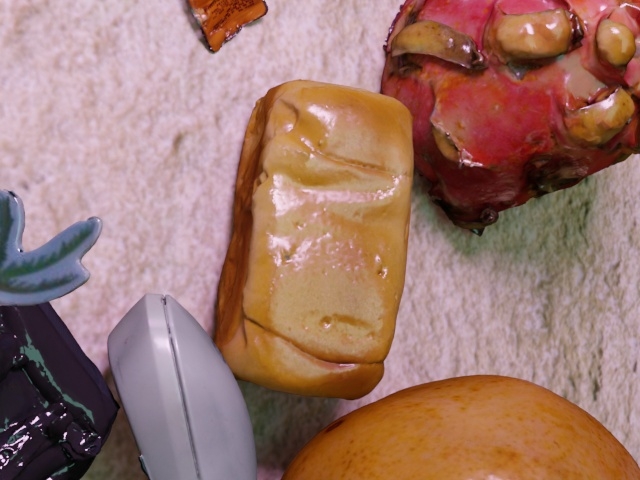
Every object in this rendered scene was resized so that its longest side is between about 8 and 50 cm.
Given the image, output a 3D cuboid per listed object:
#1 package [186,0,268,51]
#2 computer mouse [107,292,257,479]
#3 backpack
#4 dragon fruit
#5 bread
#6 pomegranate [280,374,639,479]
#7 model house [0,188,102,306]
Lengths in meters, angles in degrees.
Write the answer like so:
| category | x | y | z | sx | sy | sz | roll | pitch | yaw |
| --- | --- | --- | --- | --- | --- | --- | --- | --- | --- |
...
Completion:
| category | x | y | z | sx | sy | sz | roll | pitch | yaw |
| --- | --- | --- | --- | --- | --- | --- | --- | --- | --- |
| package | -0.098 | -0.245 | 1.076 | 0.077 | 0.033 | 0.111 | -46 | 119 | -37 |
| computer mouse | -0.103 | 0.181 | 0.981 | 0.097 | 0.159 | 0.289 | -20 | 103 | -7 |
| backpack | -0.278 | 0.142 | 0.862 | 0.258 | 0.133 | 0.206 | -41 | 106 | -40 |
| dragon fruit | 0.236 | -0.184 | 1.168 | 0.296 | 0.263 | 0.314 | -37 | 109 | -29 |
| bread | 0.000 | 0.000 | 1.069 | 0.166 | 0.132 | 0.295 | 12 | 82 | -18 |
| pomegranate | 0.139 | 0.330 | 1.021 | 0.416 | 0.416 | 0.417 | 1 | 89 | -35 |
| model house | -0.343 | -0.035 | 0.684 | 0.300 | 0.340 | 0.324 | 14 | 87 | -75 |
